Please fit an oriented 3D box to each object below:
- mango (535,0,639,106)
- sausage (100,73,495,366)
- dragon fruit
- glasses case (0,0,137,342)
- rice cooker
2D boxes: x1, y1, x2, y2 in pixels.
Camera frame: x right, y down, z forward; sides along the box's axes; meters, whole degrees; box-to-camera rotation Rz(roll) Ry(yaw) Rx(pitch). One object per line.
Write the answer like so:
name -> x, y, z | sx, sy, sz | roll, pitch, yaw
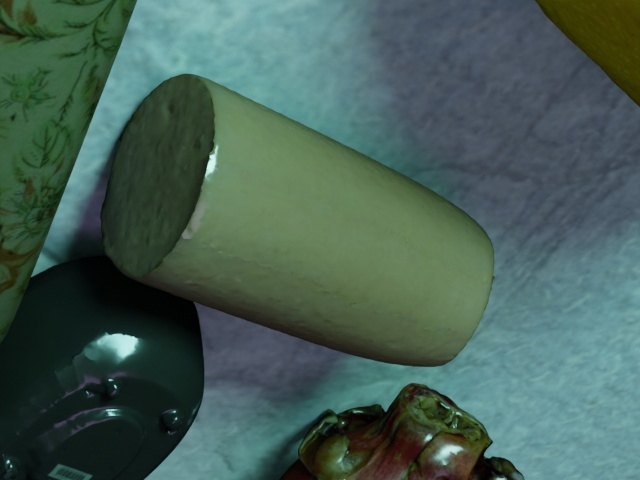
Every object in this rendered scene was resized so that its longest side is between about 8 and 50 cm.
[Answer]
mango -> 0.210, -0.134, 0.663 | 0.144, 0.187, 0.359 | -47, 132, 7
sausage -> 0.000, 0.000, 0.759 | 0.253, 0.123, 0.123 | 21, 122, -35
dragon fruit -> 0.047, 0.268, 0.950 | 0.250, 0.250, 0.315 | 16, 132, -31
glasses case -> -0.191, -0.086, 0.621 | 0.156, 0.098, 0.425 | 7, 128, -29
rice cooker -> -0.163, 0.102, 0.795 | 0.203, 0.118, 0.142 | -44, 132, 17
